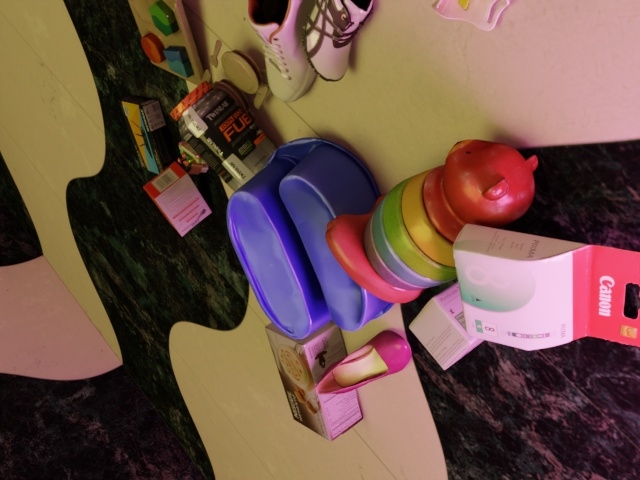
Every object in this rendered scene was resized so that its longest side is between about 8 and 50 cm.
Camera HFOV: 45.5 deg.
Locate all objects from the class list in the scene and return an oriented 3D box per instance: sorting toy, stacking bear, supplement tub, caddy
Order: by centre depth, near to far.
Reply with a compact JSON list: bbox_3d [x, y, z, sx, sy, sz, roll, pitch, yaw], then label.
[{"bbox_3d":[0.182,-0.285,0.887,0.075,0.045,0.083,46,148,9],"label":"sorting toy"},{"bbox_3d":[0.165,-0.035,1.023,0.164,0.175,0.289,59,143,7],"label":"stacking bear"},{"bbox_3d":[0.000,0.000,1.282,0.241,0.179,0.341,-13,106,36],"label":"caddy"},{"bbox_3d":[-0.176,-0.191,1.395,0.190,0.117,0.117,46,152,-11],"label":"supplement tub"},{"bbox_3d":[-0.324,-0.445,1.472,0.229,0.041,0.307,35,152,38],"label":"sorting toy"}]

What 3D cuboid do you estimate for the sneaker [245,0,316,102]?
[{"bbox_3d":[-0.070,-0.320,1.160,0.106,0.123,0.290,43,148,24],"label":"sneaker"}]

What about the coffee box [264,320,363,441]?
[{"bbox_3d":[-0.012,0.282,1.616,0.141,0.098,0.247,18,130,50],"label":"coffee box"}]

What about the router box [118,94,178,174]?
[{"bbox_3d":[-0.406,-0.249,1.811,0.133,0.046,0.179,20,132,49],"label":"router box"}]

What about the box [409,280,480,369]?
[{"bbox_3d":[0.208,0.117,1.133,0.087,0.101,0.102,50,147,17],"label":"box"}]

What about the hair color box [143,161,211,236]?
[{"bbox_3d":[-0.319,-0.091,1.716,0.053,0.093,0.167,43,167,30],"label":"hair color box"}]

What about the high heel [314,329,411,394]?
[{"bbox_3d":[0.075,0.237,1.423,0.082,0.117,0.244,60,151,1],"label":"high heel"}]

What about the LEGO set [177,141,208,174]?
[{"bbox_3d":[-0.244,-0.173,1.567,0.287,0.107,0.132,14,127,52],"label":"LEGO set"}]

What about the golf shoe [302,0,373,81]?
[{"bbox_3d":[0.027,-0.307,1.068,0.094,0.077,0.198,33,142,38],"label":"golf shoe"}]

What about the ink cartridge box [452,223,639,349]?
[{"bbox_3d":[0.281,0.072,0.922,0.224,0.056,0.181,13,143,29],"label":"ink cartridge box"}]

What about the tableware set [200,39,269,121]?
[{"bbox_3d":[-0.148,-0.286,1.389,0.128,0.039,0.194,44,156,-2],"label":"tableware set"}]
